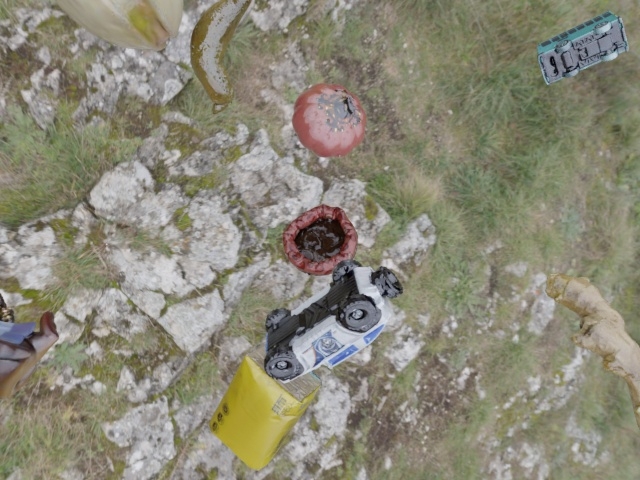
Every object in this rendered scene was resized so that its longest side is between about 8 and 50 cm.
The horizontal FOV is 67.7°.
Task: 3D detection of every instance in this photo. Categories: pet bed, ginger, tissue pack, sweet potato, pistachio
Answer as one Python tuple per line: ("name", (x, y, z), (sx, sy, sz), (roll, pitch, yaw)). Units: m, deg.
("pet bed", (0.000, 0.000, 1.202), (0.201, 0.053, 0.201), (-4, 59, 6))
("ginger", (0.417, 0.164, 0.674), (0.089, 0.075, 0.288), (-12, 61, -18))
("tissue pack", (-0.147, 0.420, 1.217), (0.192, 0.134, 0.270), (36, 115, 18))
("sweet potato", (-0.250, -0.453, 1.143), (0.124, 0.098, 0.310), (10, 118, -14))
("pistachio", (-0.439, -0.587, 1.015), (0.281, 0.445, 0.365), (-33, 127, 5))

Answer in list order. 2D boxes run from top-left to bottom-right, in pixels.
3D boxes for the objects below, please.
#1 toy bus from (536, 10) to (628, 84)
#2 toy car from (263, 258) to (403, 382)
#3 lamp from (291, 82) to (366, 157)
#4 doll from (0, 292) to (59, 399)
("toy bus", (0.545, -0.407, 1.012), (0.079, 0.160, 0.091), (55, 29, -27))
("toy car", (0.012, 0.089, 0.522), (0.171, 0.080, 0.070), (-36, 118, 15))
("lamp", (0.024, -0.281, 1.107), (0.182, 0.140, 0.182), (5, 75, -21))
("doll", (-0.740, 0.183, 1.032), (0.340, 0.318, 0.209), (32, 63, 3))
